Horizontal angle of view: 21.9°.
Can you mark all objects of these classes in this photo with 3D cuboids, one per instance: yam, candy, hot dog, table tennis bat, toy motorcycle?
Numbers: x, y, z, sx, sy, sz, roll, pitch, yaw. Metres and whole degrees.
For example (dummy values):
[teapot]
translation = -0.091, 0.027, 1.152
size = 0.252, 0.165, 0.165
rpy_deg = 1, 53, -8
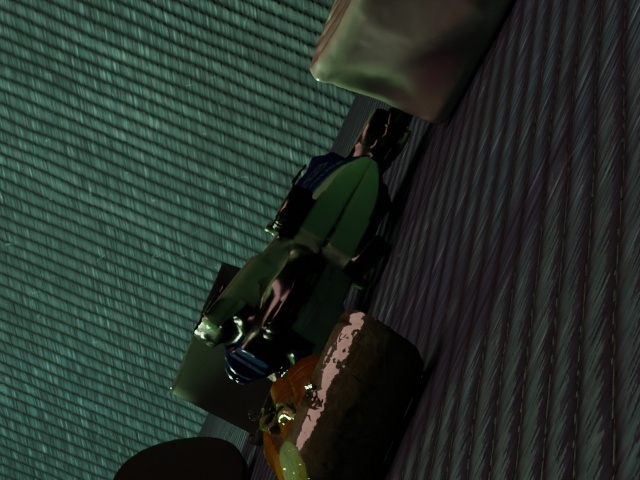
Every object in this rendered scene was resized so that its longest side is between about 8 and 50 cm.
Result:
[yam]
translation = 0.014, 0.116, 1.047
size = 0.070, 0.070, 0.146
rpy_deg = -98, 33, -83
[candy]
translation = 0.117, -0.293, 1.575
size = 0.358, 0.145, 0.208
rpy_deg = -70, 3, -50
[hot dog]
translation = -0.010, 0.139, 1.266
size = 0.249, 0.068, 0.100
rpy_deg = -139, 74, -86
[table tennis bat]
translation = -0.169, 0.314, 1.962
size = 0.301, 0.173, 0.022
rpy_deg = -101, 0, -66
[toy motorcycle]
translation = 0.000, 0.000, 1.631
size = 0.331, 0.125, 0.196
rpy_deg = -60, 2, -32

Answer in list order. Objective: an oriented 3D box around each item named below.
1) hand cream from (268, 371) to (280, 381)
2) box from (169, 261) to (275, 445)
[hand cream]
translation = -0.020, 0.133, 1.746
size = 0.075, 0.052, 0.248
rpy_deg = -44, -3, -2
[box]
translation = -0.098, 0.133, 2.109
size = 0.243, 0.135, 0.163
rpy_deg = -77, 10, -69
